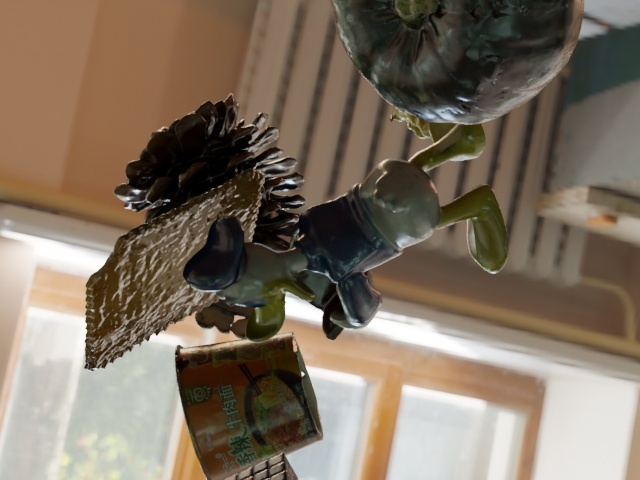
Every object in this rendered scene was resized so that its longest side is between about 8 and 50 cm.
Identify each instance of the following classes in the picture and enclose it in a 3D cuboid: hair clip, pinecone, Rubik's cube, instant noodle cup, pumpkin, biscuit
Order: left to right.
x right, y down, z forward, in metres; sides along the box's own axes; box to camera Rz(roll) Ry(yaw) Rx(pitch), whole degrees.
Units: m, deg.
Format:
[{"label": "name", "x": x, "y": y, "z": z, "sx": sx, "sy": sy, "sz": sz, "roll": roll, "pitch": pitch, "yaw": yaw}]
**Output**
[{"label": "biscuit", "x": -0.163, "y": 0.035, "z": 1.340, "sx": 0.013, "sy": 0.232, "sz": 0.237, "roll": 47, "pitch": 149, "yaw": 24}, {"label": "pinecone", "x": -0.136, "y": -0.047, "z": 1.626, "sx": 0.264, "sy": 0.264, "sz": 0.264, "roll": 11, "pitch": 172, "yaw": 1}, {"label": "hair clip", "x": -0.139, "y": 0.107, "z": 1.980, "sx": 0.172, "sy": 0.116, "sz": 0.049, "roll": 18, "pitch": 141, "yaw": 11}, {"label": "instant noodle cup", "x": -0.104, "y": 0.246, "z": 1.840, "sx": 0.182, "sy": 0.230, "sz": 0.230, "roll": -15, "pitch": 171, "yaw": 2}, {"label": "Rubik's cube", "x": -0.065, "y": 0.342, "z": 1.529, "sx": 0.092, "sy": 0.092, "sz": 0.092, "roll": -25, "pitch": -160, "yaw": 4}, {"label": "pumpkin", "x": 0.118, "y": -0.217, "z": 1.053, "sx": 0.233, "sy": 0.233, "sz": 0.163, "roll": 5, "pitch": -159, "yaw": 37}]

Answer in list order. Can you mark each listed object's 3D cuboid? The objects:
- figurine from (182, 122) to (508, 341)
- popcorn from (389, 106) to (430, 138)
[{"label": "figurine", "x": 0.000, "y": 0.000, "z": 1.315, "sx": 0.338, "sy": 0.205, "sz": 0.283, "roll": -12, "pitch": 158, "yaw": -27}, {"label": "popcorn", "x": 0.163, "y": -0.240, "z": 1.852, "sx": 0.152, "sy": 0.167, "sz": 0.148, "roll": -8, "pitch": 137, "yaw": 0}]
